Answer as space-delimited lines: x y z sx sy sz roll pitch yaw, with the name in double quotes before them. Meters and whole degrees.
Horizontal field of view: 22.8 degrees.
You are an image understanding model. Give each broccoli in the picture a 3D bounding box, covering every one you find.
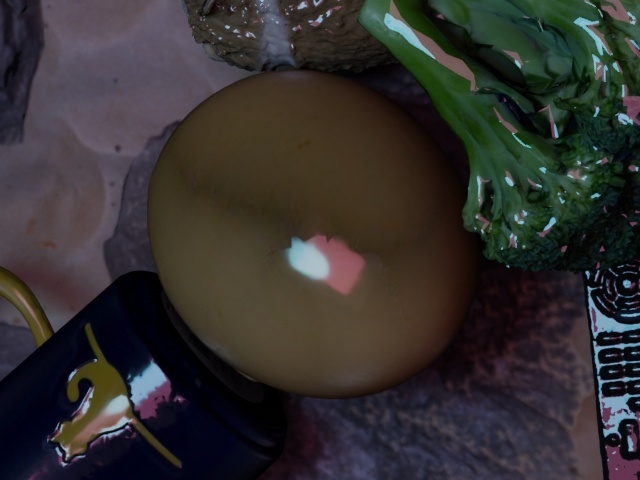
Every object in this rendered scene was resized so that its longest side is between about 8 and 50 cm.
"broccoli" 0.148 -0.120 0.939 0.245 0.265 0.294 30 63 -11

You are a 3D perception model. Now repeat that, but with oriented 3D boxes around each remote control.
"remote control" 0.206 0.057 1.038 0.063 0.025 0.245 -6 85 19

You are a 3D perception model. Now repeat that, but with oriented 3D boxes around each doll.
"doll" 0.017 -0.166 1.066 0.221 0.115 0.105 -3 106 -10

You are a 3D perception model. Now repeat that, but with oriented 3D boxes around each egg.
"egg" 0.000 0.000 1.006 0.201 0.201 0.244 -59 35 6

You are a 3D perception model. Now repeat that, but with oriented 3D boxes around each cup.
"cup" -0.190 0.127 1.065 0.256 0.178 0.255 -43 103 9
